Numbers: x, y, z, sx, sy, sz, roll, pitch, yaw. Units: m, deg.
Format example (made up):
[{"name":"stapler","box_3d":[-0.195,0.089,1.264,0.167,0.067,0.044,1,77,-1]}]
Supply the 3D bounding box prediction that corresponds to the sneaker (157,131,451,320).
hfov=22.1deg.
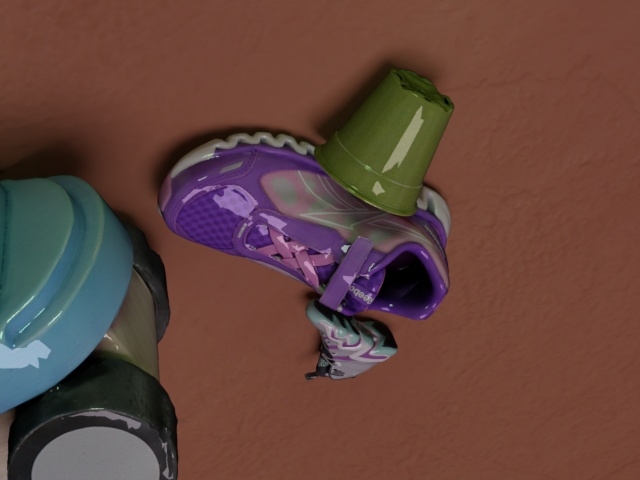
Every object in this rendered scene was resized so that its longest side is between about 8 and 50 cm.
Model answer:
[{"name":"sneaker","box_3d":[0.000,0.000,1.157,0.236,0.104,0.095,14,130,-28]}]

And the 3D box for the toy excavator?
[{"name":"toy excavator","box_3d":[-0.359,0.030,1.031,0.433,0.222,0.445,-27,122,12]}]

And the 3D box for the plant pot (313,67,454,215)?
[{"name":"plant pot","box_3d":[0.050,-0.073,1.124,0.083,0.083,0.079,18,115,-32]}]

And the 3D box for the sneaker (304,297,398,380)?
[{"name":"sneaker","box_3d":[0.008,0.086,1.294,0.069,0.038,0.098,-41,132,22]}]
